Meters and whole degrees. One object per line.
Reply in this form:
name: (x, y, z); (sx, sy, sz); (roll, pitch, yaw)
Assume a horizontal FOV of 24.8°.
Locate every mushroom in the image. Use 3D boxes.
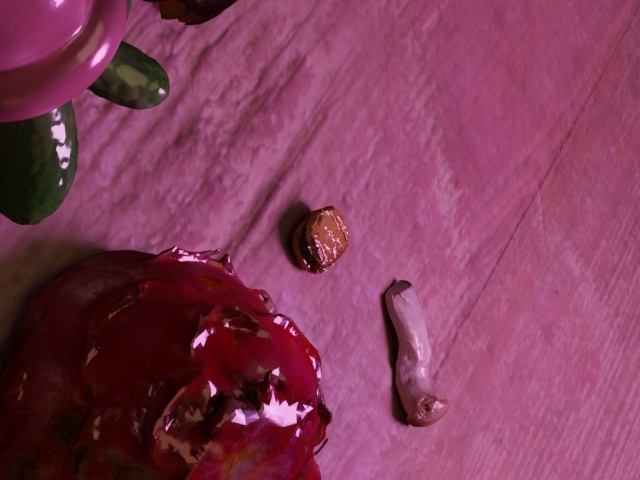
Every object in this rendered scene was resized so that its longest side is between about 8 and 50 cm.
mushroom: (0.127, 0.152, 1.961); (0.059, 0.054, 0.202); (-9, 89, -50)

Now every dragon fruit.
dragon fruit: (-0.131, 0.187, 1.494); (0.386, 0.249, 0.370); (16, 78, -47)

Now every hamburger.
hamburger: (0.000, 0.000, 1.820); (0.083, 0.044, 0.076); (-45, 119, -46)

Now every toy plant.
toy plant: (-0.267, -0.217, 1.354); (0.356, 0.211, 0.317); (60, 39, -61)

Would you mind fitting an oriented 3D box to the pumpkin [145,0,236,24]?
pumpkin: (-0.102, -0.309, 1.607); (0.254, 0.149, 0.130); (-30, 115, -66)
